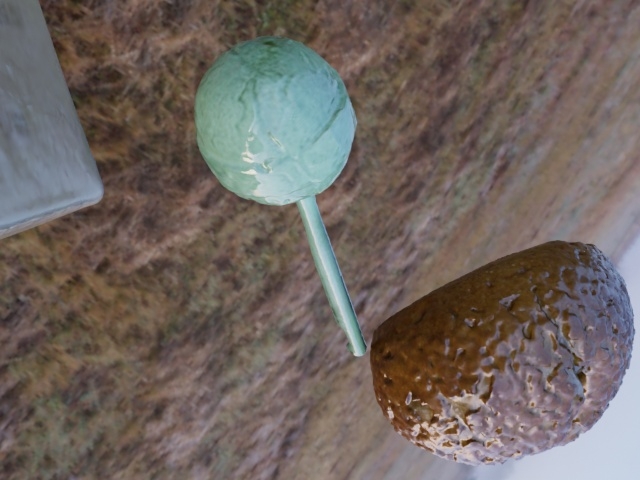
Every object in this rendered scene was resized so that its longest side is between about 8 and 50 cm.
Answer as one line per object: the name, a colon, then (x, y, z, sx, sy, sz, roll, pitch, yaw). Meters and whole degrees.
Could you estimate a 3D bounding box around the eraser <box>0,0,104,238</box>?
eraser: (-0.180, -0.045, 0.249, 0.078, 0.144, 0.343, -18, -173, 11)

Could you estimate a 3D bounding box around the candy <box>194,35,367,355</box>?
candy: (0.000, 0.000, 0.756, 0.119, 0.119, 0.440, -52, 149, -21)

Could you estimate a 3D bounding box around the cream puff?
cream puff: (0.200, 0.131, 0.919, 0.303, 0.212, 0.303, -22, 170, -4)
